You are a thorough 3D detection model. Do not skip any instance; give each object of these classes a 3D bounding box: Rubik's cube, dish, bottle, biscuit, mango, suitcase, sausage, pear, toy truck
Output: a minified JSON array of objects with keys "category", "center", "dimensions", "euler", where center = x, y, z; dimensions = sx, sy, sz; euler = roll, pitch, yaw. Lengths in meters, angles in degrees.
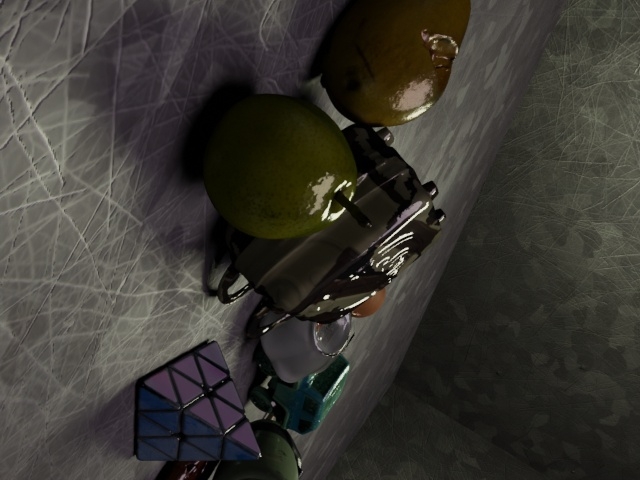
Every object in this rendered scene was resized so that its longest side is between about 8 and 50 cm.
[{"category":"Rubik's cube","center":[-0.167,0.260,1.217],"dimensions":[0.211,0.178,0.190],"euler":[-60,163,-7]},{"category":"dish","center":[-0.002,0.146,1.524],"dimensions":[0.229,0.081,0.229],"euler":[-7,99,-48]},{"category":"bottle","center":[-0.120,0.458,1.690],"dimensions":[0.168,0.168,0.347],"euler":[-62,-178,7]},{"category":"biscuit","center":[-0.243,0.428,1.549],"dimensions":[0.192,0.049,0.192],"euler":[-47,161,-21]},{"category":"mango","center":[0.110,-0.267,1.173],"dimensions":[0.262,0.167,0.130],"euler":[-59,180,-18]},{"category":"suitcase","center":[0.000,0.000,1.234],"dimensions":[0.339,0.194,0.351],"euler":[-38,166,4]},{"category":"sausage","center":[0.071,0.093,1.810],"dimensions":[0.121,0.121,0.304],"euler":[-59,167,-6]},{"category":"pear","center":[-0.025,-0.072,0.956],"dimensions":[0.166,0.216,0.180],"euler":[-64,161,-2]},{"category":"toy truck","center":[-0.036,0.263,1.713],"dimensions":[0.155,0.156,0.279],"euler":[-50,164,-35]}]

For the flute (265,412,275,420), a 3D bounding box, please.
[{"category":"flute","center":[-0.158,0.473,1.972],"dimensions":[0.233,0.027,0.027],"euler":[-55,165,-20]}]
